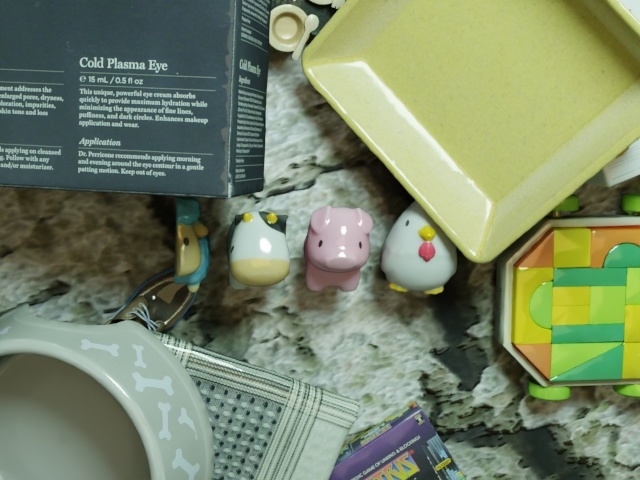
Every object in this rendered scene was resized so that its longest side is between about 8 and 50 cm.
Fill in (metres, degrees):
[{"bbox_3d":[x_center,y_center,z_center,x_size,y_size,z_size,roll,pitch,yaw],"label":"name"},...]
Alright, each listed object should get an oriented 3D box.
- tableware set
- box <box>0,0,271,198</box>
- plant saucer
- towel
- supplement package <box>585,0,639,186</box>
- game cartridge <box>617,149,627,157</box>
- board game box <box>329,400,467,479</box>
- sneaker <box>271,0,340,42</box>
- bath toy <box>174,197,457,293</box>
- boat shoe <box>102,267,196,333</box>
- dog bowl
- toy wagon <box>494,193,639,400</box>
[{"bbox_3d":[-0.052,-0.302,1.236,0.169,0.020,0.141,29,96,-16],"label":"tableware set"},{"bbox_3d":[-0.235,-0.212,1.150,0.343,0.179,0.312,4,96,8],"label":"box"},{"bbox_3d":[0.189,-0.194,1.176,0.332,0.081,0.333,49,127,5],"label":"plant saucer"},{"bbox_3d":[-0.151,0.288,1.299,0.312,0.056,0.324,20,109,-10],"label":"towel"},{"bbox_3d":[0.348,-0.205,1.294,0.134,0.139,0.244,-22,98,-5],"label":"supplement package"},{"bbox_3d":[0.200,-0.222,1.238,0.285,0.053,0.323,-14,103,35],"label":"game cartridge"},{"bbox_3d":[0.093,0.316,1.375,0.170,0.048,0.141,-33,102,-2],"label":"board game box"},{"bbox_3d":[-0.044,-0.298,1.276,0.170,0.051,0.089,43,90,-15],"label":"sneaker"},{"bbox_3d":[0.000,0.000,1.267,0.348,0.151,0.129,0,113,-9],"label":"bath toy"},{"bbox_3d":[-0.224,0.106,1.295,0.183,0.066,0.066,-42,101,-1],"label":"boat shoe"},{"bbox_3d":[-0.304,0.247,1.221,0.349,0.102,0.348,4,104,15],"label":"dog bowl"},{"bbox_3d":[0.400,0.073,1.373,0.344,0.068,0.267,-1,98,-7],"label":"toy wagon"}]
